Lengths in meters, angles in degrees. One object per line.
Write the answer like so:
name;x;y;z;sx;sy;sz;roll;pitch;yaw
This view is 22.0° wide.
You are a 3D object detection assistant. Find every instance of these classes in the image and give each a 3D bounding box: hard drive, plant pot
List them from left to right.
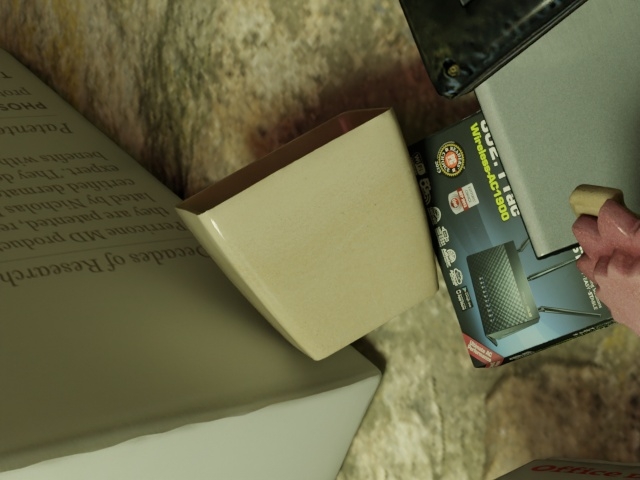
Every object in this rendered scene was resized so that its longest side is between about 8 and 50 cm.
plant pot;0.000;0.000;0.843;0.096;0.109;0.109;62;171;-8
hard drive;0.122;-0.069;0.761;0.094;0.022;0.135;-20;82;4

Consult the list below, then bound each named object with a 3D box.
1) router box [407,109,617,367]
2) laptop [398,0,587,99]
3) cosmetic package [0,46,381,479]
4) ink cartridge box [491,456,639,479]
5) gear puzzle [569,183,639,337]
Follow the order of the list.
router box;0.101;-0.007;0.810;0.092;0.038;0.122;-26;79;40
laptop;0.170;-0.307;0.529;0.382;0.236;0.407;-37;63;40
cosmetic package;-0.250;0.119;0.953;0.394;0.327;0.329;39;121;32
ink cartridge box;0.101;0.161;0.733;0.140;0.191;0.082;-3;96;43
gear puzzle;0.235;0.071;0.601;0.339;0.044;0.175;13;143;51
